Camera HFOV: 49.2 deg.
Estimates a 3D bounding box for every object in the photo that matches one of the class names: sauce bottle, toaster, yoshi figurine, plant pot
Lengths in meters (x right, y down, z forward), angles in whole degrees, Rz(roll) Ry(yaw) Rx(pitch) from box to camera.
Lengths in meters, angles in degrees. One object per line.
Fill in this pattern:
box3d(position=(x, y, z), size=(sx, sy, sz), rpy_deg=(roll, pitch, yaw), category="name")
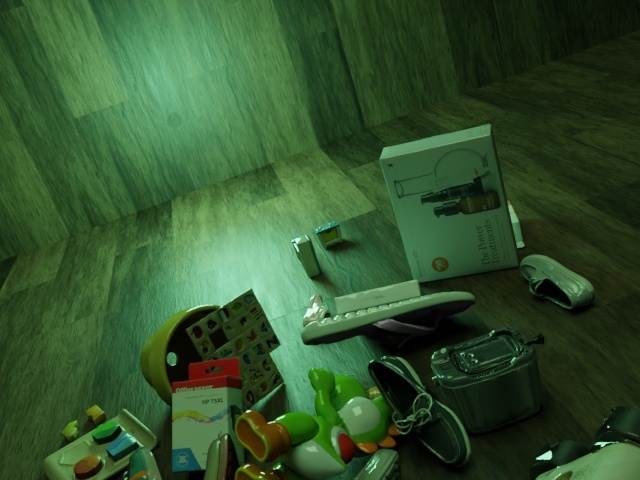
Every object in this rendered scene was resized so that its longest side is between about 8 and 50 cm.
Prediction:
box3d(position=(0.158, 0.323, 1.488), size=(0.128, 0.042, 0.042), rpy_deg=(-16, 23, 11), category="sauce bottle")
box3d(position=(0.332, 0.268, 1.348), size=(0.227, 0.146, 0.129), rpy_deg=(-20, 24, -2), category="toaster")
box3d(position=(-0.010, 0.355, 1.334), size=(0.362, 0.203, 0.203), rpy_deg=(-8, -26, -42), category="yoshi figurine")
box3d(position=(-0.315, 0.288, 1.687), size=(0.254, 0.254, 0.239), rpy_deg=(-36, 14, -35), category="plant pot")

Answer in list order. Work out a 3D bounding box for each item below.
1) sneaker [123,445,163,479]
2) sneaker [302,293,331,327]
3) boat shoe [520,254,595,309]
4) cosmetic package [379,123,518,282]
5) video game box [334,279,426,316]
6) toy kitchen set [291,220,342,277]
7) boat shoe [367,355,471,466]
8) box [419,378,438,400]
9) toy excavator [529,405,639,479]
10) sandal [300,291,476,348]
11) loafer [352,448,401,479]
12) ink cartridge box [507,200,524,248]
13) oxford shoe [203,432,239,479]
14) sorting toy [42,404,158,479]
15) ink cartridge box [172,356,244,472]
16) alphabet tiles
box3d(position=(-0.355, 0.515, 1.360), size=(0.121, 0.108, 0.302), rpy_deg=(-21, 24, -16), category="sneaker")
box3d(position=(0.002, 0.191, 1.885), size=(0.070, 0.051, 0.134), rpy_deg=(-7, 29, 20), category="sneaker")
box3d(position=(0.539, 0.098, 1.655), size=(0.081, 0.079, 0.227), rpy_deg=(-22, 26, -19), category="boat shoe")
box3d(position=(0.342, -0.088, 1.835), size=(0.284, 0.377, 0.097), rpy_deg=(-10, 24, 20), category="cosmetic package")
box3d(position=(0.156, 0.154, 1.726), size=(0.205, 0.048, 0.187), rpy_deg=(-14, -19, 11), category="video game box")
box3d(position=(0.000, 0.000, 2.216), size=(0.166, 0.122, 0.207), rpy_deg=(-21, 24, -6), category="toy kitchen set")
box3d(position=(0.180, 0.317, 1.313), size=(0.079, 0.095, 0.254), rpy_deg=(11, 36, -48), category="boat shoe")
box3d(position=(0.196, 0.317, 1.422), size=(0.018, 0.067, 0.083), rpy_deg=(-52, -18, 30), category="box")
box3d(position=(0.478, 0.429, 0.832), size=(0.222, 0.445, 0.433), rpy_deg=(-38, -11, -36), category="toy excavator")
box3d(position=(0.164, 0.209, 1.648), size=(0.416, 0.102, 0.169), rpy_deg=(-12, -15, 2), category="sandal")
box3d(position=(0.036, 0.469, 1.168), size=(0.111, 0.112, 0.319), rpy_deg=(9, 35, 33), category="loafer")
box3d(position=(0.506, -0.038, 1.995), size=(0.115, 0.067, 0.198), rpy_deg=(-14, 24, 10), category="ink cartridge box")
box3d(position=(-0.213, 0.490, 1.216), size=(0.130, 0.123, 0.348), rpy_deg=(-9, 36, 8), category="oxford shoe")
box3d(position=(-0.545, 0.481, 1.656), size=(0.229, 0.041, 0.307), rpy_deg=(-32, 27, -29), category="sorting toy")
box3d(position=(-0.237, 0.363, 1.472), size=(0.134, 0.231, 0.078), rpy_deg=(-11, -19, 18), category="ink cartridge box")
box3d(position=(-0.181, 0.261, 1.633), size=(0.198, 0.237, 0.009), rpy_deg=(-32, 9, -36), category="alphabet tiles")
